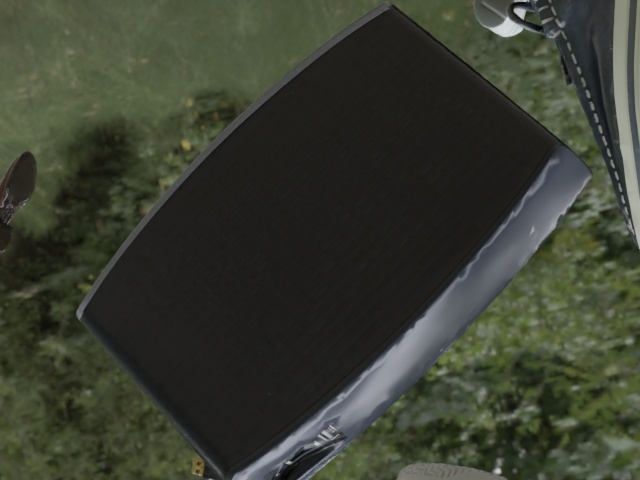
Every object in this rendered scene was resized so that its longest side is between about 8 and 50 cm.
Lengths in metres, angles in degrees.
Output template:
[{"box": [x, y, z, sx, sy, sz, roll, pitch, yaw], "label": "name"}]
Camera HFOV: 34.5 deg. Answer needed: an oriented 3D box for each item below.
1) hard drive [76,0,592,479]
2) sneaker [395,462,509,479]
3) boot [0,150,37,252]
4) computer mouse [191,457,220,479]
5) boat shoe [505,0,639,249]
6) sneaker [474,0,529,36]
[{"box": [0.000, 0.000, 0.546, 0.255, 0.172, 0.054, -45, 160, -2], "label": "hard drive"}, {"box": [0.203, 0.379, 0.996, 0.210, 0.366, 0.137, -57, 179, -25], "label": "sneaker"}, {"box": [-0.328, -0.040, 0.955, 0.114, 0.106, 0.037, 6, 153, 24], "label": "boot"}, {"box": [-0.187, 0.307, 1.127, 0.262, 0.060, 0.184, -3, -136, 28], "label": "computer mouse"}, {"box": [0.248, -0.209, 0.825, 0.186, 0.500, 0.156, -17, -175, -31], "label": "boat shoe"}, {"box": [0.193, -0.282, 1.054, 0.053, 0.152, 0.061, 9, 175, 32], "label": "sneaker"}]
